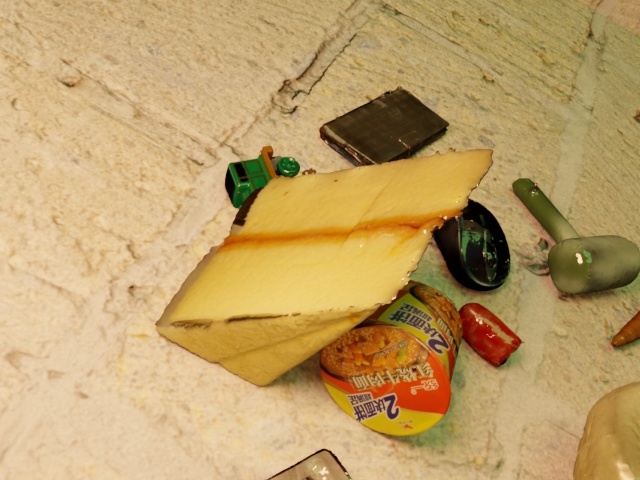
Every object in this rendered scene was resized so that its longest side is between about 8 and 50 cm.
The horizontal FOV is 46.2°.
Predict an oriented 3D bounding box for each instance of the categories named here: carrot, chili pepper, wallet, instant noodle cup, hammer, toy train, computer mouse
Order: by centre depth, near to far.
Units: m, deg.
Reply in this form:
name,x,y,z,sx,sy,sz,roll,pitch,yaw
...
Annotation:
name,x,y,z,sx,sy,sz,roll,pitch,yaw
instant noodle cup,0.126,0.171,1.187,0.213,0.213,0.174,35,37,5
toy train,-0.094,-0.076,1.364,0.136,0.091,0.227,-8,57,-20
chili pepper,0.299,0.168,1.365,0.070,0.073,0.123,-42,72,-11
computer mouse,0.303,-0.008,1.501,0.137,0.096,0.233,0,51,-28
carrot,0.707,0.160,1.590,0.336,0.069,0.069,-25,66,-37
hammer,0.531,-0.028,1.639,0.207,0.119,0.335,-4,48,-32
wallet,0.148,-0.247,1.669,0.169,0.044,0.317,40,44,15

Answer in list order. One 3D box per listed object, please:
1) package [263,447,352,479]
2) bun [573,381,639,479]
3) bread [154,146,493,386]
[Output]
name,x,y,z,sx,sy,sz,roll,pitch,yaw
package,-0.042,0.387,1.019,0.239,0.030,0.154,-14,60,-36
bun,0.542,0.402,1.170,0.349,0.227,0.352,45,44,14
bread,0.000,0.000,1.110,0.242,0.405,0.345,37,51,-9
